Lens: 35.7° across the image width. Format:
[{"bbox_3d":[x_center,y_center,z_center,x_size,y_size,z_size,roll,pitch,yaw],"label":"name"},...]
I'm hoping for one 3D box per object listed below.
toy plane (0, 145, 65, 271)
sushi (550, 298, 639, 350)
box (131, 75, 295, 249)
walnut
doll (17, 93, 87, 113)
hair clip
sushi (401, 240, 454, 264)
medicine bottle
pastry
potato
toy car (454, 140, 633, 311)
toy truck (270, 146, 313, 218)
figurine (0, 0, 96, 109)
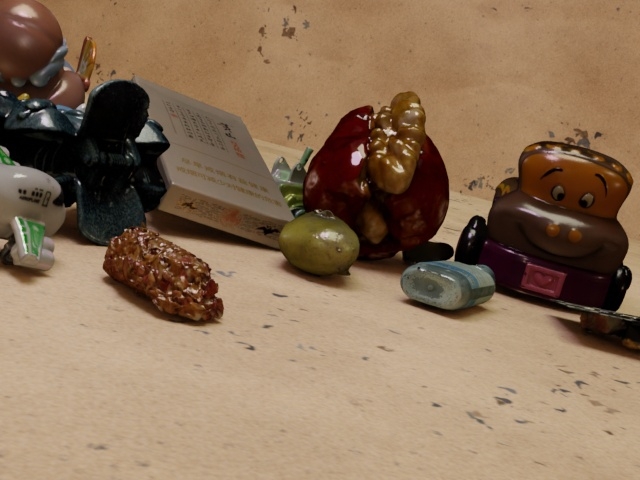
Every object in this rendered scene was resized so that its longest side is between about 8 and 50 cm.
[{"bbox_3d":[-0.309,-0.045,0.958,0.174,0.080,0.174,50,13,-16],"label":"toy plane"},{"bbox_3d":[0.413,0.122,1.304,0.210,0.040,0.193,11,2,3],"label":"sushi"},{"bbox_3d":[-0.173,-0.124,1.487,0.205,0.051,0.365,18,24,-28],"label":"box"},{"bbox_3d":[0.090,-0.109,1.490,0.222,0.244,0.269,11,37,-3],"label":"walnut"},{"bbox_3d":[-0.345,-0.130,1.468,0.241,0.098,0.135,22,27,-17],"label":"doll"},{"bbox_3d":[-0.308,-0.097,1.210,0.206,0.194,0.310,5,4,38],"label":"hair clip"},{"bbox_3d":[0.165,0.023,1.554,0.083,0.044,0.046,3,-5,-13],"label":"sushi"},{"bbox_3d":[0.180,0.057,1.310,0.090,0.053,0.208,16,8,26],"label":"medicine bottle"},{"bbox_3d":[-0.155,0.026,0.969,0.087,0.063,0.169,9,9,-42],"label":"pastry"},{"bbox_3d":[0.000,0.000,1.308,0.105,0.085,0.188,16,4,1],"label":"potato"},{"bbox_3d":[0.371,-0.036,1.572,0.271,0.240,0.341,16,12,8],"label":"toy car"},{"bbox_3d":[0.012,-0.076,1.634,0.259,0.135,0.128,10,10,-43],"label":"toy truck"},{"bbox_3d":[-0.490,-0.244,1.625,0.248,0.276,0.388,36,3,-22],"label":"figurine"}]
